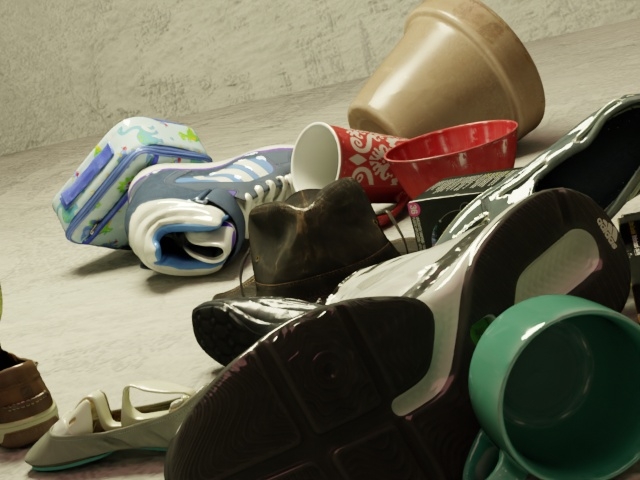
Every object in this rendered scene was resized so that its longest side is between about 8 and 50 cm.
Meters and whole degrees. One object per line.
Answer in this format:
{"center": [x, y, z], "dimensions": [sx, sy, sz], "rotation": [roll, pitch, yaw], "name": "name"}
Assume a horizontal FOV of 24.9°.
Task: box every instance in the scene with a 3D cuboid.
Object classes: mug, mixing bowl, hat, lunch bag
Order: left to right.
{"center": [-0.281, -0.080, 2.146], "dimensions": [0.219, 0.090, 0.176], "rotation": [-45, -31, 25], "name": "lunch bag"}
{"center": [0.000, 0.000, 1.683], "dimensions": [0.331, 0.134, 0.331], "rotation": [-13, 13, 3], "name": "hat"}
{"center": [0.061, -0.082, 1.997], "dimensions": [0.169, 0.150, 0.113], "rotation": [2, -11, -38], "name": "mug"}
{"center": [0.183, -0.088, 1.916], "dimensions": [0.181, 0.098, 0.181], "rotation": [-15, 13, 3], "name": "mixing bowl"}
{"center": [0.161, 0.108, 1.057], "dimensions": [0.157, 0.129, 0.097], "rotation": [-17, 12, -10], "name": "mug"}

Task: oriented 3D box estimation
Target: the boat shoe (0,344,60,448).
{"center": [-0.346, 0.144, 1.538], "dimensions": [0.095, 0.095, 0.257], "rotation": [-23, 15, -31], "name": "boat shoe"}

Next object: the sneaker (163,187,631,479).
{"center": [0.035, 0.122, 1.202], "dimensions": [0.447, 0.169, 0.257], "rotation": [-29, 0, -31], "name": "sneaker"}

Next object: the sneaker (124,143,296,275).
{"center": [-0.106, -0.026, 1.992], "dimensions": [0.322, 0.130, 0.236], "rotation": [-5, 29, -9], "name": "sneaker"}

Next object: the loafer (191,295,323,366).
{"center": [-0.043, 0.095, 1.473], "dimensions": [0.223, 0.076, 0.078], "rotation": [5, 18, 44], "name": "loafer"}

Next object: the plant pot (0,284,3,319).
{"center": [-0.559, 0.094, 1.700], "dimensions": [0.276, 0.276, 0.254], "rotation": [-7, 27, 31], "name": "plant pot"}

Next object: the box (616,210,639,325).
{"center": [0.400, 0.024, 1.267], "dimensions": [0.257, 0.079, 0.322], "rotation": [-14, 13, 12], "name": "box"}

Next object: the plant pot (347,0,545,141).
{"center": [0.172, -0.210, 2.195], "dimensions": [0.229, 0.263, 0.263], "rotation": [-39, 21, -20], "name": "plant pot"}

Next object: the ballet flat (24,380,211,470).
{"center": [-0.184, 0.164, 1.338], "dimensions": [0.213, 0.068, 0.072], "rotation": [-10, 14, 22], "name": "ballet flat"}

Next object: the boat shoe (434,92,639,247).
{"center": [0.208, -0.027, 1.377], "dimensions": [0.319, 0.116, 0.099], "rotation": [-40, -14, 5], "name": "boat shoe"}

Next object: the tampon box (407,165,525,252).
{"center": [0.193, -0.007, 1.520], "dimensions": [0.161, 0.120, 0.101], "rotation": [-7, 14, 30], "name": "tampon box"}
